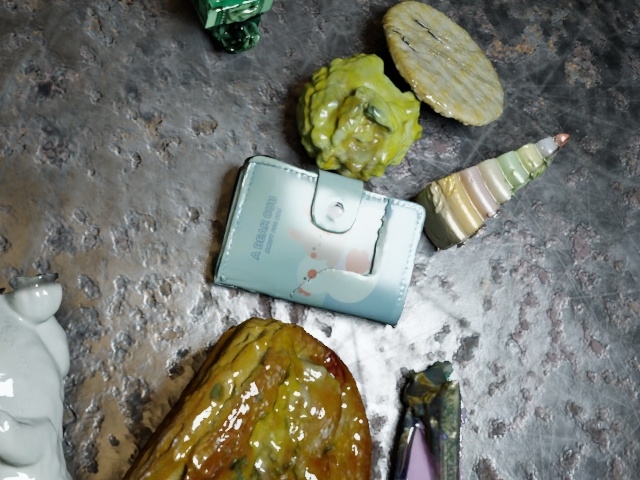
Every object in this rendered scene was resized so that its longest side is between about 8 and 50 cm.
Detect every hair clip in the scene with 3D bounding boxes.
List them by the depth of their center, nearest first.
[{"bbox_3d":[0.153,0.336,0.938,0.110,0.095,0.359,1,84,-48],"label":"hair clip"}]

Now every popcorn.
[{"bbox_3d":[0.054,-0.162,0.994,0.173,0.142,0.174,5,51,-6],"label":"popcorn"}]

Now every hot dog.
[{"bbox_3d":[-0.093,0.275,0.826,0.267,0.174,0.388,40,72,-25],"label":"hot dog"}]

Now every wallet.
[{"bbox_3d":[0.000,0.000,0.964,0.250,0.075,0.176,15,89,-8],"label":"wallet"}]

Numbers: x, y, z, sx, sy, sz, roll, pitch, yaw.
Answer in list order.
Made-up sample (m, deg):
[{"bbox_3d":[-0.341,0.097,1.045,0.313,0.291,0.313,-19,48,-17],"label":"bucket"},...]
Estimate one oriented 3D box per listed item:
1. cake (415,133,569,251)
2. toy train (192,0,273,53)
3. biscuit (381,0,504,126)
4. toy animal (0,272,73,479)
[{"bbox_3d":[0.229,-0.088,1.021,0.225,0.109,0.090,-40,88,-17],"label":"cake"},{"bbox_3d":[-0.144,-0.384,0.983,0.115,0.154,0.270,-22,83,-19],"label":"toy train"},{"bbox_3d":[0.174,-0.248,1.043,0.219,0.033,0.220,20,50,-26],"label":"biscuit"},{"bbox_3d":[-0.339,0.219,0.778,0.193,0.257,0.358,-13,90,-27],"label":"toy animal"}]
